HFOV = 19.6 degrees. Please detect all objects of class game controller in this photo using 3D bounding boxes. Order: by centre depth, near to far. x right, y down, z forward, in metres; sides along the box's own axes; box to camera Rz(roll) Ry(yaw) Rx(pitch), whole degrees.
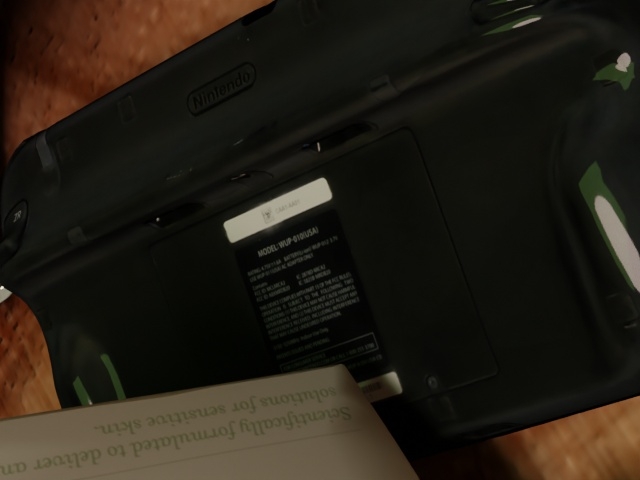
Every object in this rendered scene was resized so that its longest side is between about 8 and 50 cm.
[{"bbox_3d":[0.000,0.000,0.649,0.319,0.067,0.166,-22,94,44],"label":"game controller"}]

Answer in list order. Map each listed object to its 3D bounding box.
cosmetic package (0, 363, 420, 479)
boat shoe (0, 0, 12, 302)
[{"bbox_3d":[-0.094,0.226,0.626,0.155,0.197,0.366,56,135,35],"label":"cosmetic package"},{"bbox_3d":[-0.173,0.011,0.796,0.099,0.116,0.319,22,110,6],"label":"boat shoe"}]
